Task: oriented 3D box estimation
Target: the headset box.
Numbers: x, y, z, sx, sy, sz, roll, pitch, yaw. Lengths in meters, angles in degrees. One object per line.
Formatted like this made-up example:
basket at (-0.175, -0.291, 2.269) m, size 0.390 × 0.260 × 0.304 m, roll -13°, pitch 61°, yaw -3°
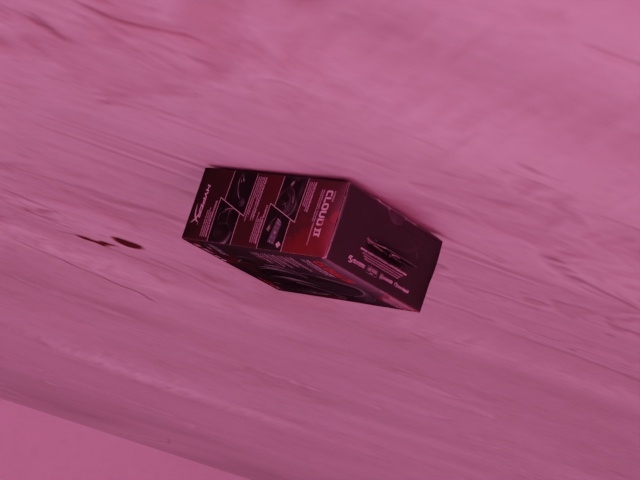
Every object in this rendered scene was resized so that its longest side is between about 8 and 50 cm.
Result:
headset box at (0.000, 0.000, 0.726) m, size 0.083 × 0.032 × 0.062 m, roll 9°, pitch 166°, yaw 41°
